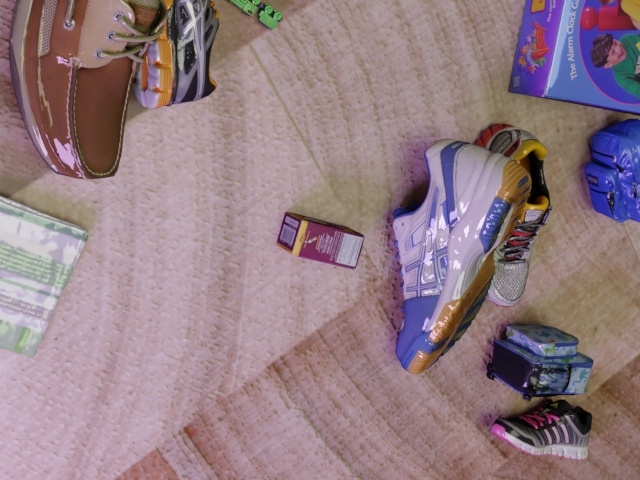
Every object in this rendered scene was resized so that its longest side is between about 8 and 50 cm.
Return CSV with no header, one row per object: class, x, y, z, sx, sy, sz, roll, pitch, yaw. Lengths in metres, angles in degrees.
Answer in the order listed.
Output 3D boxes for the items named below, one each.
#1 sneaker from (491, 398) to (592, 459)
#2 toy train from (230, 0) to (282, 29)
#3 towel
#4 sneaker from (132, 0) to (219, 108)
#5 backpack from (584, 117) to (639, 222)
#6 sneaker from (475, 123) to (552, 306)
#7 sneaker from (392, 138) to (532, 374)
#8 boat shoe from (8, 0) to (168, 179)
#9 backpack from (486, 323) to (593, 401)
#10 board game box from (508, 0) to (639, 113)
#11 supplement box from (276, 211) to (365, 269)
sneaker,0.299,0.244,1.319,0.170,0.063,0.075,14,96,-30
toy train,-0.077,-0.256,1.067,0.083,0.017,0.024,31,99,-26
towel,-0.322,0.037,1.029,0.113,0.023,0.152,23,94,-24
sneaker,-0.144,-0.242,1.013,0.083,0.084,0.215,-4,107,-36
backpack,0.393,-0.089,1.263,0.101,0.098,0.120,-21,110,-14
sneaker,0.229,-0.025,1.210,0.088,0.093,0.225,-8,106,-23
sneaker,0.140,0.017,1.187,0.112,0.131,0.296,-20,136,-58
boat shoe,-0.212,-0.218,0.937,0.122,0.120,0.324,-25,118,-62
backpack,0.288,0.154,1.270,0.114,0.105,0.084,8,99,-27
board game box,0.379,-0.333,1.211,0.233,0.078,0.347,6,99,-24
supplement box,0.000,0.000,1.137,0.083,0.055,0.043,14,96,-26
